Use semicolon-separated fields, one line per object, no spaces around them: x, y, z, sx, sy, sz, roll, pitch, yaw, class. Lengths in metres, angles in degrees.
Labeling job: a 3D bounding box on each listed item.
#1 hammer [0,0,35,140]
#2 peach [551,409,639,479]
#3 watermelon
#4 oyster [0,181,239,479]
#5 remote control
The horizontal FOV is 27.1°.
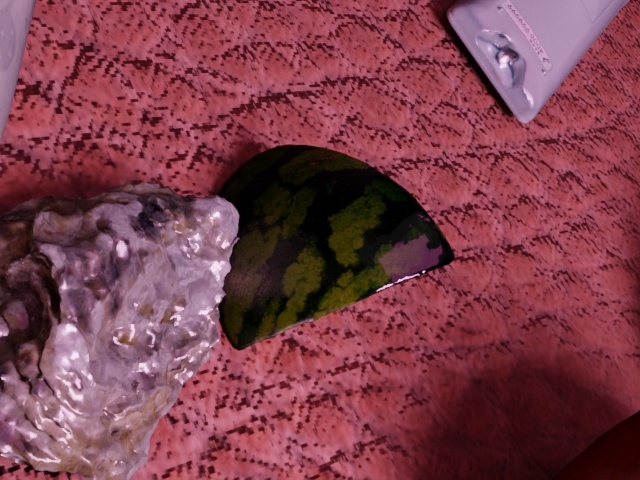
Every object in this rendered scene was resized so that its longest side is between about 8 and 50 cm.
-0.258;-0.141;0.524;0.305;0.113;0.202;25;47;-28;hammer
0.261;0.197;0.728;0.257;0.201;0.362;50;22;28;peach
0.000;0.000;0.738;0.094;0.125;0.135;58;7;-52;watermelon
-0.101;0.031;0.609;0.125;0.064;0.177;38;45;-30;oyster
0.192;-0.196;1.070;0.103;0.051;0.293;53;40;-8;remote control
